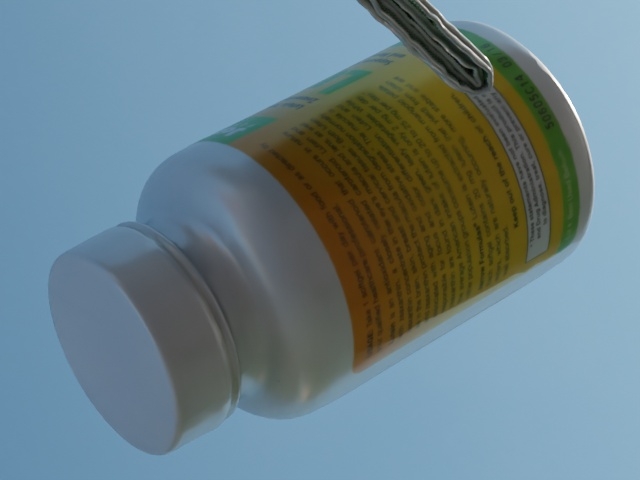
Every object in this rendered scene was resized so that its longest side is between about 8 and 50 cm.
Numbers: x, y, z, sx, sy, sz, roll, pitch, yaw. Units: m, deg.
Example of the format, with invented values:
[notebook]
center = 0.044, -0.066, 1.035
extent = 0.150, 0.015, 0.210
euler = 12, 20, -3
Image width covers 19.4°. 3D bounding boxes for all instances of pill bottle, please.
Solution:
[pill bottle]
center = 0.000, 0.000, 0.883
extent = 0.245, 0.136, 0.136
euler = -29, -68, -30

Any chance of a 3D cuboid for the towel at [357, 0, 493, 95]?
[towel]
center = 0.008, -0.126, 0.814
extent = 0.023, 0.152, 0.113
euler = -45, -48, 7
